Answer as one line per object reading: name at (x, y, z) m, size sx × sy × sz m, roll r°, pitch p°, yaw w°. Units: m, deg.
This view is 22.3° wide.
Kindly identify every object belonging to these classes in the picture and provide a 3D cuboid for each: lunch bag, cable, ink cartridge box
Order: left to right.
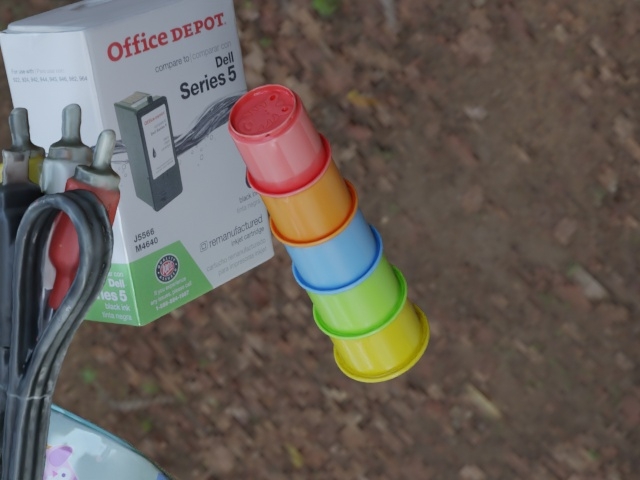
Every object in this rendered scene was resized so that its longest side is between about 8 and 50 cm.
cable at (-0.160, 0.064, 0.980) m, size 0.139 × 0.072 × 0.287 m, roll 17°, pitch 109°, yaw 49°
lunch bag at (-0.219, 0.220, 1.442) m, size 0.224 × 0.108 × 0.279 m, roll 25°, pitch 167°, yaw 23°
ink cartridge box at (-0.163, -0.085, 1.487) m, size 0.114 × 0.198 × 0.273 m, roll 5°, pitch 112°, yaw 38°

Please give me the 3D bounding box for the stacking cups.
stacking cups at (0.000, 0.000, 1.393) m, size 0.096 × 0.096 × 0.316 m, roll 21°, pitch 155°, yaw 38°
